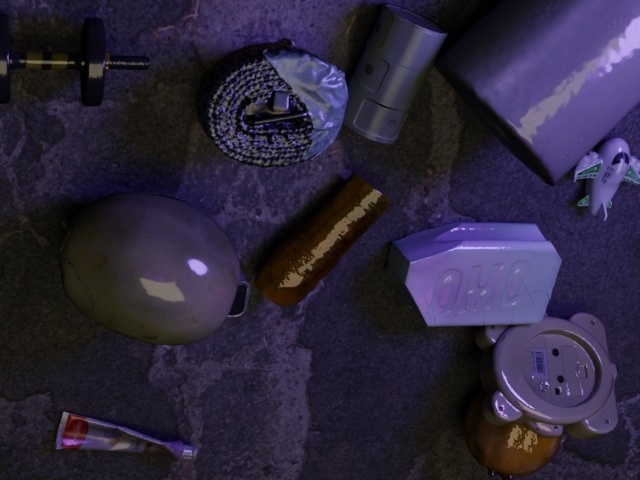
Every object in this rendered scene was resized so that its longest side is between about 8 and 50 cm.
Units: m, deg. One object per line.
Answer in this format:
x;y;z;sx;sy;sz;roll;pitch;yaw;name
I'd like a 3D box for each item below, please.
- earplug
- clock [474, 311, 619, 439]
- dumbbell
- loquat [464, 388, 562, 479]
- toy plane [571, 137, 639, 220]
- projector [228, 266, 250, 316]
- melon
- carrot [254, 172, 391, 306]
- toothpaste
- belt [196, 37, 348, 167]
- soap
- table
0.450;-0.335;1.734;0.394;0.312;0.313;-42;124;8;earplug
0.496;0.293;2.160;0.310;0.283;0.114;5;159;-16;clock
-0.437;-0.287;1.558;0.326;0.143;0.143;-1;120;-19;dumbbell
0.446;0.434;2.265;0.238;0.193;0.238;-4;102;-17;loquat
0.601;-0.132;2.048;0.174;0.080;0.174;-8;119;-15;toy plane
-0.190;0.093;1.907;0.083;0.082;0.083;1;119;-21;projector
-0.305;0.043;1.728;0.330;0.268;0.268;22;111;-9;melon
0.000;0.000;1.903;0.302;0.114;0.114;-46;123;6;carrot
-0.403;0.423;2.054;0.301;0.048;0.075;16;117;-24;toothpaste
-0.083;-0.238;1.709;0.258;0.150;0.207;-11;113;-14;belt
0.313;0.071;2.048;0.347;0.115;0.208;1;119;-19;soap
0.125;-0.299;1.756;0.126;0.126;0.220;13;115;-25;table
